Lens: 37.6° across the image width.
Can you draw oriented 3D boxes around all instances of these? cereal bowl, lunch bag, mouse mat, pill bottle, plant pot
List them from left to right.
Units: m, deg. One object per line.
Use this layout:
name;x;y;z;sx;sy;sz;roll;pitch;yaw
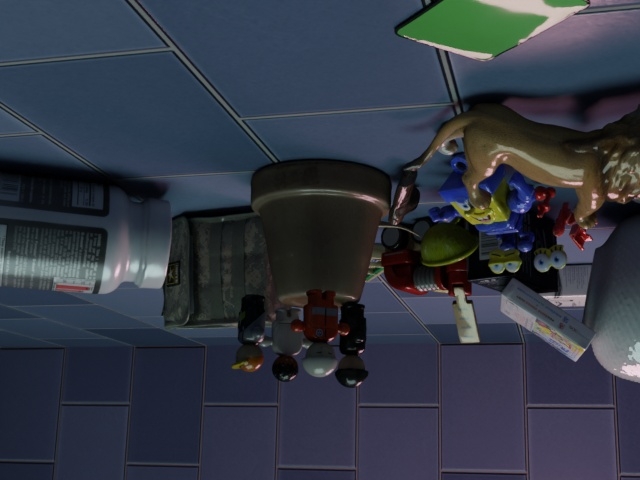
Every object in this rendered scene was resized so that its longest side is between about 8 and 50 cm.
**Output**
pill bottle;-0.471;-0.008;1.749;0.362;0.210;0.210;6;165;-18
lunch bag;-0.215;0.069;1.981;0.287;0.235;0.169;-5;170;22
plant pot;0.000;0.000;1.705;0.263;0.229;0.263;1;165;0
mouse mat;0.197;-0.260;1.097;0.152;0.007;0.189;9;163;-29
cereal bowl;0.605;0.105;1.873;0.141;0.339;0.339;10;169;16

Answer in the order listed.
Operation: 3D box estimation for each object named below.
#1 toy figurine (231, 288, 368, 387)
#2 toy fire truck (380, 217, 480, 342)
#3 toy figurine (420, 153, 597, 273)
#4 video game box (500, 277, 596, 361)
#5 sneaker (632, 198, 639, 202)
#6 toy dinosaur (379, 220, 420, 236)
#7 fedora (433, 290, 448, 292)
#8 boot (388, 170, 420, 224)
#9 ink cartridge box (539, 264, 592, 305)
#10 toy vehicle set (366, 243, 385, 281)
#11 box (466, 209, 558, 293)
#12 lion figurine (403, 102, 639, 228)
toy figurine;-0.032;0.177;1.636;0.209;0.148;0.213;-5;165;23
toy fire truck;0.250;0.088;1.990;0.217;0.246;0.158;-10;161;39
toy figurine;0.282;-0.083;1.644;0.362;0.191;0.217;-4;136;50
video game box;0.442;0.158;1.846;0.187;0.048;0.205;37;176;16
sneaker;0.597;-0.097;1.471;0.111;0.121;0.300;8;164;-25
toy dinosaur;0.086;-0.036;1.930;0.211;0.064;0.112;4;-173;31
fedora;0.277;0.075;2.171;0.194;0.079;0.194;8;-172;-1
boot;0.160;-0.096;1.685;0.037;0.106;0.114;24;140;14
ink cartridge box;0.608;0.119;2.410;0.203;0.086;0.148;-2;165;16
toy vehicle set;0.078;0.053;2.301;0.166;0.035;0.267;5;166;-12
box;0.391;0.022;1.906;0.108;0.153;0.207;-9;162;36
lion figurine;0.322;-0.129;1.350;0.392;0.142;0.240;5;159;2
